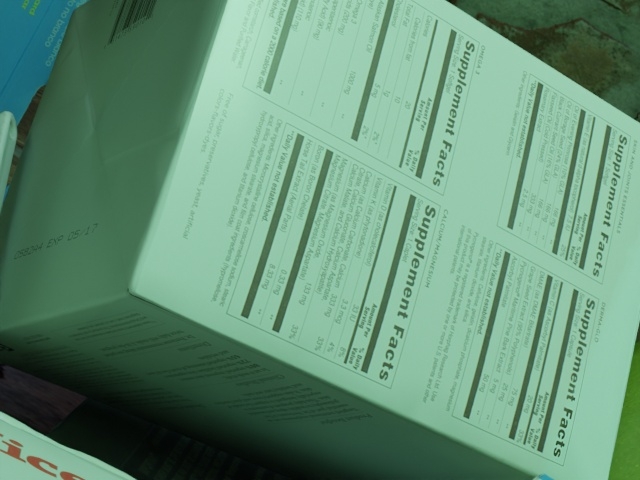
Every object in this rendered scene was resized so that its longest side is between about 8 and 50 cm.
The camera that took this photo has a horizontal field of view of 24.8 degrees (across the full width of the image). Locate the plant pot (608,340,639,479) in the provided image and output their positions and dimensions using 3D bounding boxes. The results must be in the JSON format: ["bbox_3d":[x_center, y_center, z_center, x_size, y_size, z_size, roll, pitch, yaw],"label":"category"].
[{"bbox_3d":[0.194,0.202,0.727,0.275,0.274,0.293,32,19,16],"label":"plant pot"}]

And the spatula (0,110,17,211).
[{"bbox_3d":[-0.170,-0.004,0.620,0.019,0.242,0.168,-5,-39,6],"label":"spatula"}]

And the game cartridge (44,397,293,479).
[{"bbox_3d":[-0.038,0.156,0.787,0.230,0.068,0.355,27,6,1],"label":"game cartridge"}]

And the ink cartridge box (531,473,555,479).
[{"bbox_3d":[0.087,0.173,0.503,0.092,0.090,0.143,32,-31,40],"label":"ink cartridge box"}]

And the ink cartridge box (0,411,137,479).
[{"bbox_3d":[-0.084,0.148,0.371,0.197,0.114,0.273,28,7,-12],"label":"ink cartridge box"}]

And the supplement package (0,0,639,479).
[{"bbox_3d":[0.000,0.000,0.724,0.263,0.198,0.199,27,-22,-28],"label":"supplement package"}]

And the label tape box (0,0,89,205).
[{"bbox_3d":[-0.313,-0.134,0.946,0.334,0.240,0.106,31,6,5],"label":"label tape box"}]
